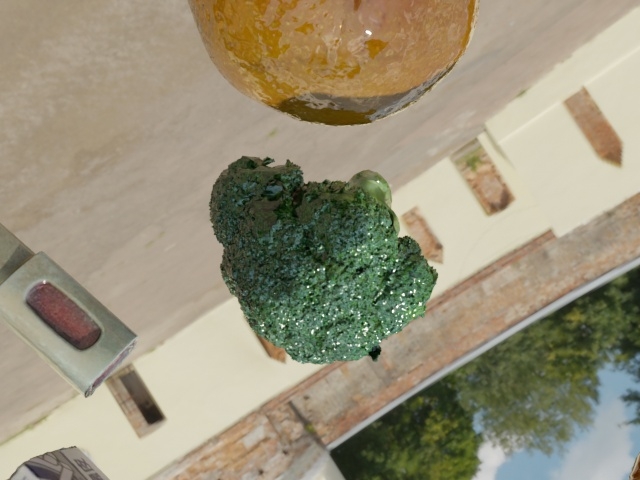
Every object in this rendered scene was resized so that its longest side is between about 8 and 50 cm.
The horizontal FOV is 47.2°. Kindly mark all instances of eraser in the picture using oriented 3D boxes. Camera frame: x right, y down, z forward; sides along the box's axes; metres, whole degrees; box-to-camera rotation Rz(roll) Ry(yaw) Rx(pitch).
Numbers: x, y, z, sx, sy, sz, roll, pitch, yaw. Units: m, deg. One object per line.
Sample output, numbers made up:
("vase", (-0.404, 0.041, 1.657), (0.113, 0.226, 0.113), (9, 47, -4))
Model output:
("eraser", (-0.252, 0.333, 0.831), (0.068, 0.210, 0.124), (-51, 166, -1))

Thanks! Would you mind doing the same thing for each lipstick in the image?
("lipstick", (-0.303, 0.046, 0.742), (0.079, 0.253, 0.077), (-47, 179, -27))

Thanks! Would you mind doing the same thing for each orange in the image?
("orange", (0.012, -0.221, 0.636), (0.264, 0.264, 0.264), (-33, 176, -3))

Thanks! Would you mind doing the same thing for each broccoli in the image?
("broccoli", (0.000, 0.000, 0.857), (0.254, 0.269, 0.269), (-21, -176, 38))

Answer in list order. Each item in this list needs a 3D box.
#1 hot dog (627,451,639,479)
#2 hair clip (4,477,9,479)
("hot dog", (0.211, 0.175, 0.430), (0.249, 0.102, 0.076), (-46, -165, -31))
("hair clip", (-0.494, 0.440, 0.932), (0.113, 0.282, 0.172), (-28, 144, 37))
